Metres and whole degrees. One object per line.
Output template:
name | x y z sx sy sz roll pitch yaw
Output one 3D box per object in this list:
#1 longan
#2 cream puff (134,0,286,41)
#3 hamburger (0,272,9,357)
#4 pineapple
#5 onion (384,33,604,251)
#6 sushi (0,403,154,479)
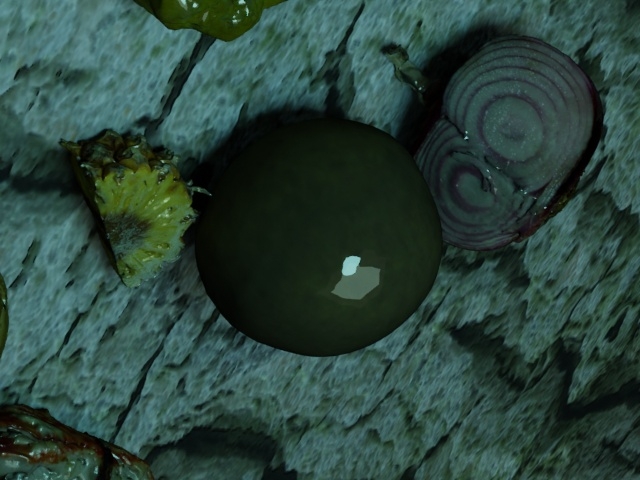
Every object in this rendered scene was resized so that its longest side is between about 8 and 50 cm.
longan | -0.001 -0.001 1.906 0.297 0.297 0.297 -24 136 -26
cream puff | -0.083 -0.322 1.642 0.282 0.185 0.281 -25 140 -23
hamburger | -0.452 0.124 1.677 0.285 0.134 0.265 -60 159 -2
pineapple | -0.202 -0.052 1.851 0.135 0.079 0.233 -28 144 -10
onion | 0.229 -0.118 2.085 0.256 0.272 0.230 -21 161 -21
sushi | -0.319 0.294 1.998 0.332 0.124 0.130 32 88 -50
